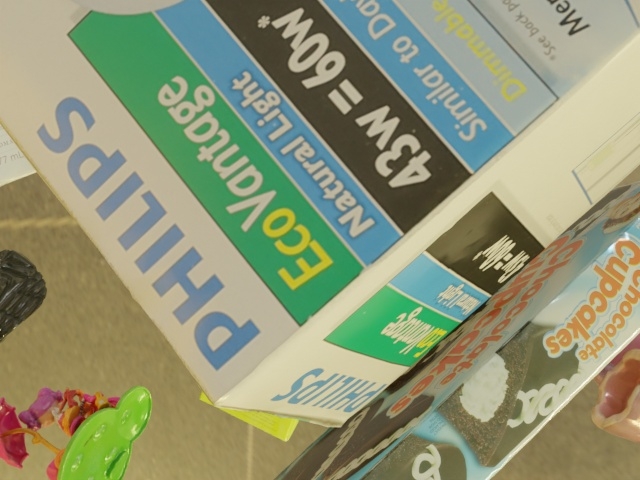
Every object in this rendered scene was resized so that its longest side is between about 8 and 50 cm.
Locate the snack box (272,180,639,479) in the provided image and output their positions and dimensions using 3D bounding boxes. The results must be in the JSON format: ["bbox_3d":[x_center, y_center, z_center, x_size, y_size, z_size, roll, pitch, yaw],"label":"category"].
[{"bbox_3d":[0.109,0.085,0.997,0.322,0.187,0.060,-42,96,-13],"label":"snack box"}]

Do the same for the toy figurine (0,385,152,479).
[{"bbox_3d":[-0.308,0.217,1.772,0.173,0.159,0.130,-54,147,-31],"label":"toy figurine"}]

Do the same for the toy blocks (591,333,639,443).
[{"bbox_3d":[0.243,0.078,1.203,0.260,0.289,0.309,28,120,-11],"label":"toy blocks"}]

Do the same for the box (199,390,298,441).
[{"bbox_3d":[-0.051,0.119,1.599,0.109,0.042,0.178,26,125,4],"label":"box"}]

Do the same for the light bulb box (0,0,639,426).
[{"bbox_3d":[0.007,-0.149,0.815,0.361,0.225,0.358,-42,72,6],"label":"light bulb box"}]

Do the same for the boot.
[{"bbox_3d":[-0.344,0.115,1.291,0.083,0.161,0.246,50,46,-1],"label":"boot"}]

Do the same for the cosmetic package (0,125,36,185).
[{"bbox_3d":[-0.385,-0.266,1.713,0.217,0.156,0.385,-26,107,-37],"label":"cosmetic package"}]
